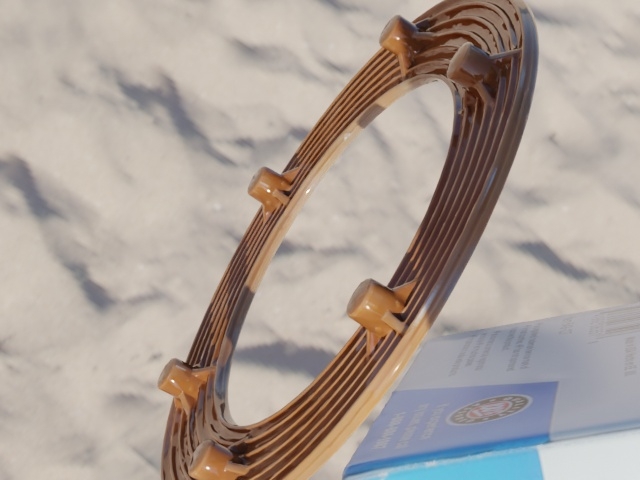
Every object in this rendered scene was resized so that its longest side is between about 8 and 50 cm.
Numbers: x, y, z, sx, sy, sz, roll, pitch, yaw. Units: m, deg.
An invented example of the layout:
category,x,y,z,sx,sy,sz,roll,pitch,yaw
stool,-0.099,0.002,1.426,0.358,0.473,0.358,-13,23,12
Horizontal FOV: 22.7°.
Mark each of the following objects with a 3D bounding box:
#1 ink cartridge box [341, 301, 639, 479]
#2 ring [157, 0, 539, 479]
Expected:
category,x,y,z,sx,sy,sz,roll,pitch,yaw
ink cartridge box,0.146,0.102,0.433,0.171,0.233,0.168,-31,110,-76
ring,0.000,0.000,0.869,0.032,0.336,0.336,31,48,-17
